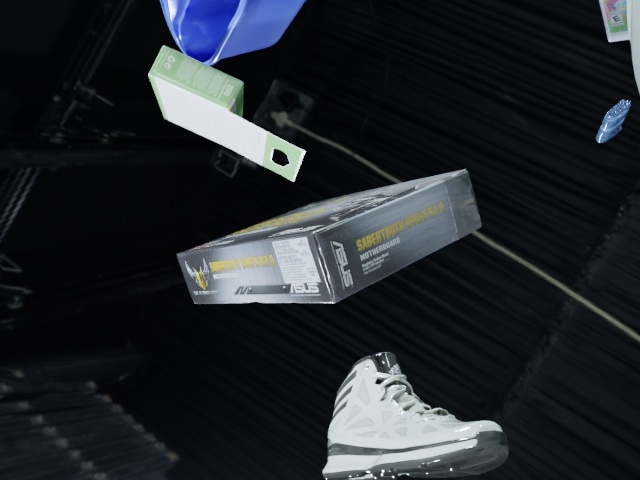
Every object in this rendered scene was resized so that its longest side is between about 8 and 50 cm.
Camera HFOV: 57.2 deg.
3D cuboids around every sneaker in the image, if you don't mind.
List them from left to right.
[{"bbox_3d":[0.159,0.331,1.164,0.447,0.169,0.257,-28,51,46],"label":"sneaker"}]

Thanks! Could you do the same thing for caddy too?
[{"bbox_3d":[-0.158,-0.425,0.904,0.179,0.241,0.341,-23,-5,-31],"label":"caddy"}]

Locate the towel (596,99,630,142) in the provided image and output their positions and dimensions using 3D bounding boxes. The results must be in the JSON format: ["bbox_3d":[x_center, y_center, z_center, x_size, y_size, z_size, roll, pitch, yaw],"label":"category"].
[{"bbox_3d":[0.697,-0.280,1.398,0.067,0.029,0.119,-39,-23,-3],"label":"towel"}]

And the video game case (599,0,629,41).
[{"bbox_3d":[0.608,-0.450,1.040,0.023,0.212,0.193,56,-149,-64],"label":"video game case"}]

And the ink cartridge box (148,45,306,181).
[{"bbox_3d":[-0.128,-0.180,0.873,0.171,0.235,0.056,132,161,-78],"label":"ink cartridge box"}]

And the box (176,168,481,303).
[{"bbox_3d":[0.000,0.000,0.544,0.183,0.231,0.056,-24,-80,-36],"label":"box"}]

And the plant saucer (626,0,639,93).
[{"bbox_3d":[0.412,-0.269,0.586,0.400,0.100,0.400,-15,-63,-32],"label":"plant saucer"}]
